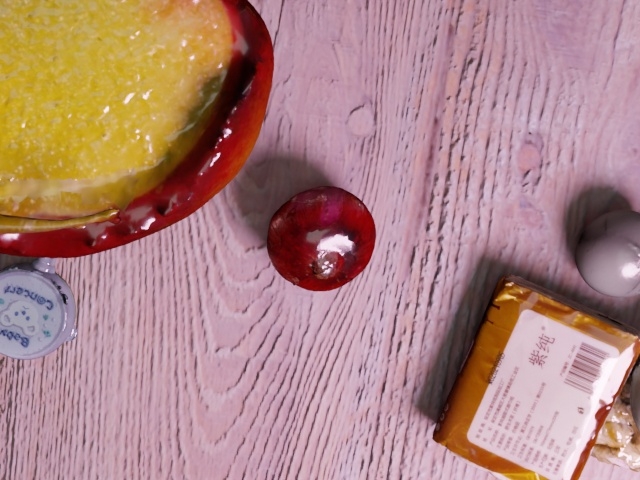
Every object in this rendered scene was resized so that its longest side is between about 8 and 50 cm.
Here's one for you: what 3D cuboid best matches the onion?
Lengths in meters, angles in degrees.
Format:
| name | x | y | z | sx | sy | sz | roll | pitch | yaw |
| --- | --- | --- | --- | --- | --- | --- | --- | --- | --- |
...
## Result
| name | x | y | z | sx | sy | sz | roll | pitch | yaw |
| --- | --- | --- | --- | --- | --- | --- | --- | --- | --- |
| onion | 0.000 | 0.000 | 1.199 | 0.131 | 0.131 | 0.131 | 0 | 101 | -1 |

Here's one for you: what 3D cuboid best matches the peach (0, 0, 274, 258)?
| name | x | y | z | sx | sy | sz | roll | pitch | yaw |
| --- | --- | --- | --- | --- | --- | --- | --- | --- | --- |
| peach | -0.253 | -0.157 | 1.068 | 0.406 | 0.310 | 0.335 | -18 | 102 | -6 |

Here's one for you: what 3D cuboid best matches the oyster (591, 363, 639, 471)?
| name | x | y | z | sx | sy | sz | roll | pitch | yaw |
| --- | --- | --- | --- | --- | --- | --- | --- | --- | --- |
| oyster | 0.394 | 0.208 | 1.271 | 0.163 | 0.081 | 0.191 | 41 | 94 | -4 |

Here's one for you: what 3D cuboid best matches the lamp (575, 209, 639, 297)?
| name | x | y | z | sx | sy | sz | roll | pitch | yaw |
| --- | --- | --- | --- | --- | --- | --- | --- | --- | --- |
| lamp | 0.354 | 0.016 | 1.219 | 0.105 | 0.105 | 0.105 | 0 | 101 | -1 |

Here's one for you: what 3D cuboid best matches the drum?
| name | x | y | z | sx | sy | sz | roll | pitch | yaw |
| --- | --- | --- | --- | --- | --- | --- | --- | --- | --- |
| drum | -0.311 | 0.032 | 1.233 | 0.130 | 0.049 | 0.253 | 37 | 94 | -6 |

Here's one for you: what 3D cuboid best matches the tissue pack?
| name | x | y | z | sx | sy | sz | roll | pitch | yaw |
| --- | --- | --- | --- | --- | --- | --- | --- | --- | --- |
| tissue pack | 0.258 | 0.176 | 1.234 | 0.183 | 0.092 | 0.226 | 25 | 101 | 16 |

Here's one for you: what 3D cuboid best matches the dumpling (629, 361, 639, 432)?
| name | x | y | z | sx | sy | sz | roll | pitch | yaw |
| --- | --- | --- | --- | --- | --- | --- | --- | --- | --- |
| dumpling | 0.414 | 0.170 | 1.168 | 0.108 | 0.152 | 0.219 | 8 | 66 | -9 |
